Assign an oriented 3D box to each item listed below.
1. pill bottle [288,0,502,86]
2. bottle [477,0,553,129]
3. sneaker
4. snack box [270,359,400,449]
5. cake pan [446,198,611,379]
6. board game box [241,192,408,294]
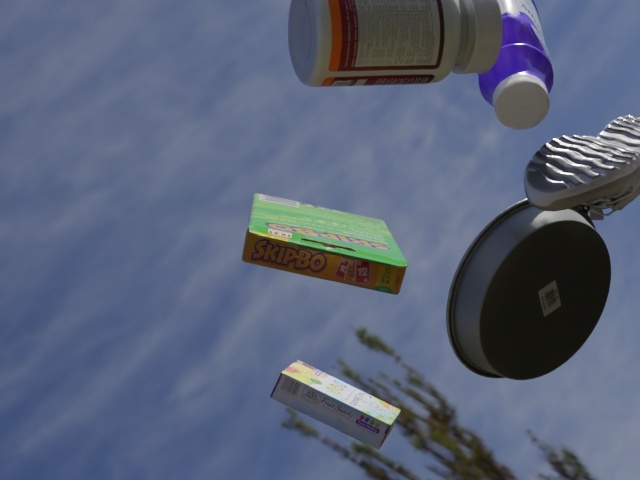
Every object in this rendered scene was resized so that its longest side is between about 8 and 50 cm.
[{"bbox_3d":[0.083,-0.235,1.577,0.221,0.121,0.121,-4,-62,-18],"label":"pill bottle"},{"bbox_3d":[0.239,-0.237,1.768,0.092,0.283,0.118,-24,-60,16],"label":"bottle"},{"bbox_3d":[0.349,-0.069,1.736,0.281,0.105,0.115,-19,-55,-44],"label":"sneaker"},{"bbox_3d":[0.019,0.192,1.652,0.037,0.141,0.100,-66,-8,9],"label":"snack box"},{"bbox_3d":[0.315,0.079,2.050,0.293,0.054,0.293,-15,-61,-30],"label":"cake pan"},{"bbox_3d":[0.000,0.000,1.157,0.259,0.124,0.039,-111,33,-84],"label":"board game box"}]
